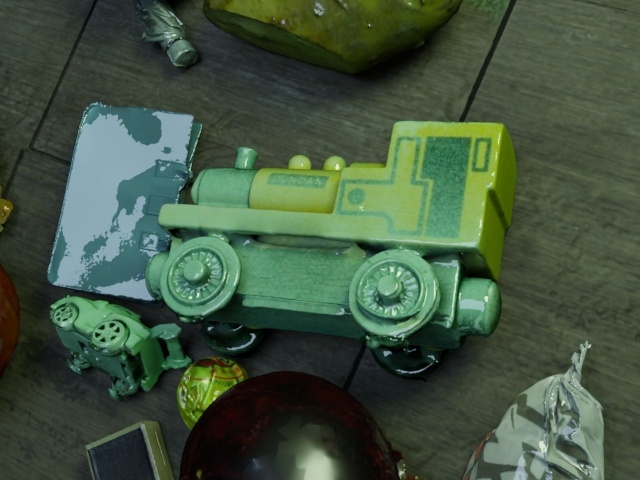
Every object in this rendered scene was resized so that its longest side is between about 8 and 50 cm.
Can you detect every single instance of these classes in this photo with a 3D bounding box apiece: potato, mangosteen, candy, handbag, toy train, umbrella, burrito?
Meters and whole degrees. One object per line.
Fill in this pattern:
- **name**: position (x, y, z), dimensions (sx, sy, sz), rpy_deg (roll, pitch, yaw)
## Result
- **potato**: position (0.015, -0.262, 0.966), dimensions (0.298, 0.141, 0.176), rpy_deg (-6, 68, 28)
- **mangosteen**: position (0.004, 0.233, 0.832), dimensions (0.262, 0.235, 0.235), rpy_deg (1, 75, -19)
- **candy**: position (-0.128, 0.249, 0.947), dimensions (0.077, 0.073, 0.262), rpy_deg (12, 89, -5)
- **handbag**: position (-0.220, -0.042, 1.047), dimensions (0.144, 0.057, 0.221), rpy_deg (10, 82, 18)
- **toy train**: position (-0.223, 0.109, 0.999), dimensions (0.149, 0.099, 0.081), rpy_deg (25, 54, 30)
- **umbrella**: position (-0.203, -0.279, 1.099), dimensions (0.050, 0.046, 0.188), rpy_deg (-42, 69, 27)
- **burrito**: position (0.165, 0.301, 0.802), dimensions (0.139, 0.101, 0.445), rpy_deg (10, 83, 20)
- **toy train**: position (0.000, 0.000, 0.912), dimensions (0.369, 0.150, 0.237), rpy_deg (4, 71, 21)

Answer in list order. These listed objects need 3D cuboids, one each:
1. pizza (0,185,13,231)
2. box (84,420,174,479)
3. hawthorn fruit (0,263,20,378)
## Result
- **pizza**: position (-0.453, -0.096, 1.142), dimensions (0.188, 0.062, 0.198), rpy_deg (13, 77, 10)
- **box**: position (-0.203, 0.246, 0.984), dimensions (0.079, 0.035, 0.083), rpy_deg (-25, 70, 13)
- **hawthorn fruit**: position (-0.463, 0.128, 1.028), dimensions (0.242, 0.242, 0.271), rpy_deg (29, 120, 23)
